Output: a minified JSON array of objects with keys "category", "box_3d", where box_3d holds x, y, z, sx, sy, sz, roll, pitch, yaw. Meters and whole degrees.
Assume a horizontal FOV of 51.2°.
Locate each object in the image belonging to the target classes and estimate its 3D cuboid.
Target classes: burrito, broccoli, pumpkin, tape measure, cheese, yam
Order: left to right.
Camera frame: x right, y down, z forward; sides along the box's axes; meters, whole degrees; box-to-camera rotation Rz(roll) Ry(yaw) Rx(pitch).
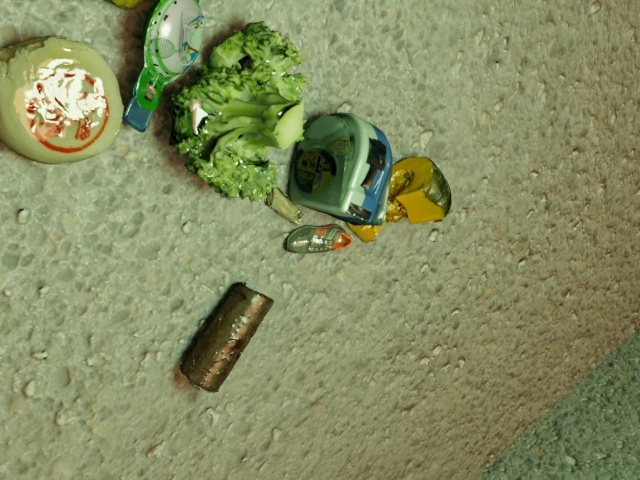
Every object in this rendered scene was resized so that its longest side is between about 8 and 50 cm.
[{"category":"cheese","box_3d":[-0.318,-0.375,1.367,0.204,0.083,0.321,38,73,-78]},{"category":"yam","box_3d":[-0.239,0.241,1.695,0.131,0.131,0.280,36,83,-40]},{"category":"broccoli","box_3d":[-0.164,-0.267,1.453,0.338,0.317,0.277,-27,134,5]},{"category":"burrito","box_3d":[-0.095,-0.091,1.716,0.149,0.041,0.055,43,68,-36]},{"category":"tape measure","box_3d":[0.048,-0.179,1.640,0.138,0.259,0.262,11,94,-41]},{"category":"pumpkin","box_3d":[0.232,-0.097,1.856,0.280,0.190,0.139,-47,130,-10]}]

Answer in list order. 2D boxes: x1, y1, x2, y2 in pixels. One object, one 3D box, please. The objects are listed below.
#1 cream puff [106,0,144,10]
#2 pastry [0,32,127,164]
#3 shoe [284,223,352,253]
[{"category":"cream puff","box_3d":[-0.343,-0.552,1.264,0.221,0.194,0.195,-42,128,-20]},{"category":"pastry","box_3d":[-0.508,-0.268,1.286,0.264,0.133,0.265,-12,111,-32]},{"category":"shoe","box_3d":[-0.001,0.000,1.798,0.194,0.077,0.074,-10,115,-33]}]
